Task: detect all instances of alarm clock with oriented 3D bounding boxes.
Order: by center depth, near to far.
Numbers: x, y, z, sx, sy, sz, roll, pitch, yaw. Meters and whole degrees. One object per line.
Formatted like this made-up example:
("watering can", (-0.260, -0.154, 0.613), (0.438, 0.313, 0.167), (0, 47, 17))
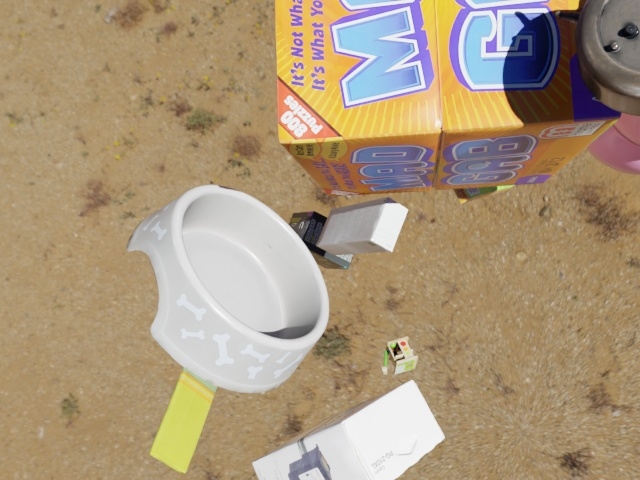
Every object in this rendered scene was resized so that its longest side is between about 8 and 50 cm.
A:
("alarm clock", (0.294, -0.159, 0.463), (0.129, 0.064, 0.192), (-34, 71, 19))

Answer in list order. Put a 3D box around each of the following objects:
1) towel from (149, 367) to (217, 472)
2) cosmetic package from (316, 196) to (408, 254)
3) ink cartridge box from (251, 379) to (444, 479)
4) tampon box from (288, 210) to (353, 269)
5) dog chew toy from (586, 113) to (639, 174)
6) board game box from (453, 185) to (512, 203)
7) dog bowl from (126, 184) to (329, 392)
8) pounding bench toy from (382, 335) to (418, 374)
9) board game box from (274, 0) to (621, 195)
("towel", (-0.272, 0.340, 1.146), (0.021, 0.102, 0.237), (-15, 42, 32))
("cosmetic package", (0.084, -0.025, 1.199), (0.239, 0.060, 0.099), (-5, 60, 63))
("ink cartridge box", (0.038, 0.314, 0.838), (0.237, 0.171, 0.100), (-39, 73, 41))
("tampon box", (0.000, 0.000, 1.489), (0.120, 0.160, 0.102), (-1, 66, 59))
("dog chew toy", (0.493, -0.210, 0.790), (0.206, 0.332, 0.207), (-1, 86, 11))
("board game box", (0.376, -0.165, 1.330), (0.039, 0.259, 0.124), (-35, 77, 44))
("dog bowl", (-0.128, 0.059, 0.892), (0.102, 0.348, 0.349), (-40, 62, 27))
("pounding bench toy", (0.167, 0.262, 1.267), (0.083, 0.052, 0.065), (-14, 50, -13))
("board game box", (0.151, -0.273, 0.767), (0.355, 0.356, 0.357), (-2, 85, 10))
